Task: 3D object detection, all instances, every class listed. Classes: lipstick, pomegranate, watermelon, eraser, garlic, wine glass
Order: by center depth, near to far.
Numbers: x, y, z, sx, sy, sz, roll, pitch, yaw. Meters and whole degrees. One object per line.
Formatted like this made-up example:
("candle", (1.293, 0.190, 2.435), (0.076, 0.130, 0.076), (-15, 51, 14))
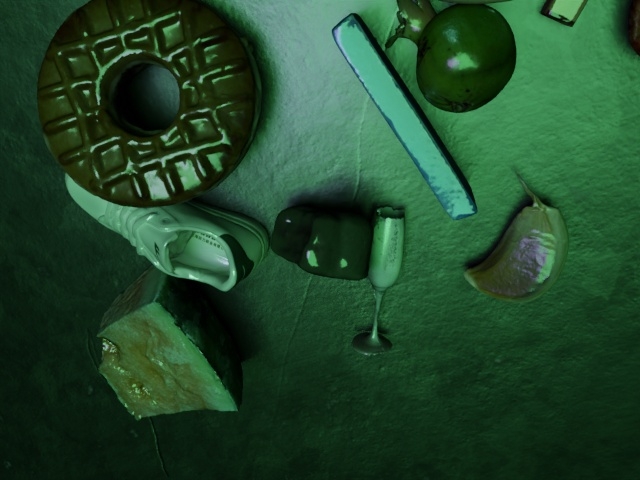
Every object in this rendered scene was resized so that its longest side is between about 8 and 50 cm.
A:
("lipstick", (0.346, -0.357, 0.772), (0.045, 0.045, 0.145), (25, 116, 1))
("pomegranate", (0.167, -0.260, 0.794), (0.131, 0.152, 0.191), (-43, 85, -9))
("eraser", (0.120, -0.176, 0.836), (0.043, 0.144, 0.311), (-32, 104, 18))
("garlic", (0.317, 0.008, 0.916), (0.129, 0.090, 0.198), (26, 120, 12))
("wine glass", (0.100, 0.065, 0.987), (0.074, 0.074, 0.262), (8, 114, 7))
("watermelon", (-0.271, 0.178, 1.073), (0.302, 0.151, 0.264), (-17, 113, 35))

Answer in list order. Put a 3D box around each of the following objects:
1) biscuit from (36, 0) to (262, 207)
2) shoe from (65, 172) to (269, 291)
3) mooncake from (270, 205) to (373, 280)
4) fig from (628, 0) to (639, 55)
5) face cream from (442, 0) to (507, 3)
("biscuit", (-0.252, -0.206, 0.871), (0.333, 0.103, 0.331), (0, 96, 3))
("shoe", (-0.270, -0.021, 0.964), (0.363, 0.160, 0.131), (23, 115, -2))
("mooncake", (0.000, 0.000, 0.916), (0.175, 0.168, 0.104), (12, 101, 31))
("fig", (0.464, -0.295, 0.745), (0.128, 0.128, 0.150), (37, 86, -7))
("face cream", (0.142, -0.445, 0.656), (0.174, 0.081, 0.348), (5, 120, 21))
